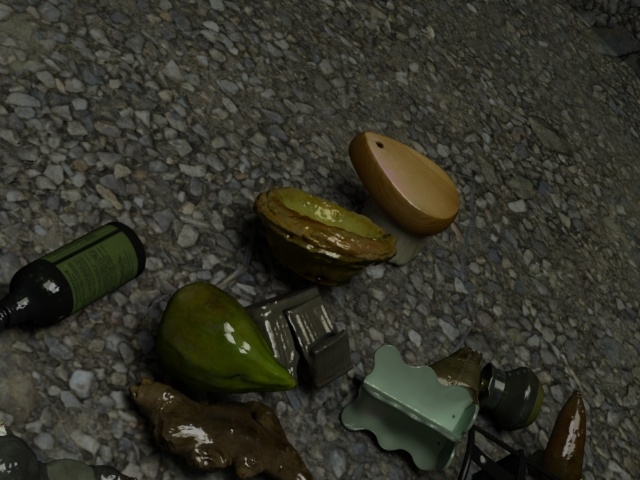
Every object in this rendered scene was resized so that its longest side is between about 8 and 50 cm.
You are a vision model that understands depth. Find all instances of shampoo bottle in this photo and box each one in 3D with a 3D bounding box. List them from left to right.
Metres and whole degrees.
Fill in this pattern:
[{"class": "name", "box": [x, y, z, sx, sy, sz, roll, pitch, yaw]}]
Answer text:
[{"class": "shampoo bottle", "box": [-0.396, 0.065, 1.496, 0.101, 0.101, 0.284, 50, 42, 5]}]

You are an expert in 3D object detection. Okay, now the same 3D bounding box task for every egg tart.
[{"class": "egg tart", "box": [0.000, 0.000, 1.808, 0.294, 0.123, 0.294, 21, 13, -5]}]

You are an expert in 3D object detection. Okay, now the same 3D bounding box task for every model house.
[{"class": "model house", "box": [-0.043, 0.170, 1.684, 0.229, 0.122, 0.188, -18, 75, -41]}]

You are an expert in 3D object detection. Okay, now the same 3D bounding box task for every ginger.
[{"class": "ginger", "box": [-0.145, 0.301, 1.528, 0.333, 0.080, 0.166, 21, 42, -21]}]

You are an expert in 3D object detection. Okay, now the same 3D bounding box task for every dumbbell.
[{"class": "dumbbell", "box": [0.461, 0.454, 1.910, 0.118, 0.052, 0.046, 31, 1, -15]}]

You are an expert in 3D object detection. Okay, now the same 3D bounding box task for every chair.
[{"class": "chair", "box": [0.316, 0.455, 1.727, 0.260, 0.141, 0.155, 35, 42, -14]}]

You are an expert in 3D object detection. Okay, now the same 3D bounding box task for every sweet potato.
[{"class": "sweet potato", "box": [0.471, 0.463, 1.844, 0.108, 0.079, 0.346, -8, 90, -8]}]

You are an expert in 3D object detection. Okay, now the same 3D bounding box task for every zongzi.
[{"class": "zongzi", "box": [0.227, 0.248, 1.876, 0.176, 0.078, 0.160, 26, 38, -8]}]

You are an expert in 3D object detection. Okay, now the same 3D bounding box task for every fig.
[{"class": "fig", "box": [-0.167, 0.175, 1.537, 0.167, 0.167, 0.233, -14, 59, -44]}]

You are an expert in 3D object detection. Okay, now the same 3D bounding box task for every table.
[{"class": "table", "box": [0.151, 0.295, 1.723, 0.198, 0.166, 0.167, 30, 44, -5]}]

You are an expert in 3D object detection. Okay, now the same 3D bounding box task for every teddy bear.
[{"class": "teddy bear", "box": [-0.373, 0.349, 1.284, 0.251, 0.144, 0.171, 33, 76, -36]}]

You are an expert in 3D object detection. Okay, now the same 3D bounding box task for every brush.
[{"class": "brush", "box": [0.144, -0.095, 2.003, 0.266, 0.166, 0.174, 44, 43, -1]}]

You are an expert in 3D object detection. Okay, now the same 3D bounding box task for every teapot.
[{"class": "teapot", "box": [0.363, 0.297, 1.919, 0.119, 0.130, 0.166, 21, 12, -4]}]
